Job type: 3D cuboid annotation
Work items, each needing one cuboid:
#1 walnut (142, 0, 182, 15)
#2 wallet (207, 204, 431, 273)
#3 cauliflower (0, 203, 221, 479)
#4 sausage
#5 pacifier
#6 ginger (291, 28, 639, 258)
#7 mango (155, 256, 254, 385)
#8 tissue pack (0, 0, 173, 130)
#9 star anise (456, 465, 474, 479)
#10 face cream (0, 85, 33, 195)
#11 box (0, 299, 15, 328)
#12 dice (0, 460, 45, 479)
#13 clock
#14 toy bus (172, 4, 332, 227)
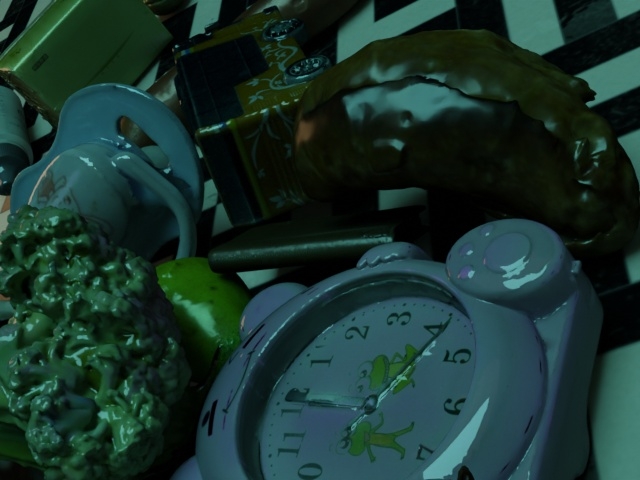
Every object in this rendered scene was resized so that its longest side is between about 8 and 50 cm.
[{"bbox_3d":[-0.265,-0.420,1.609,0.092,0.092,0.092,-24,39,21],"label":"walnut"},{"bbox_3d":[0.000,0.000,0.919,0.198,0.031,0.110,-7,12,28],"label":"wallet"},{"bbox_3d":[-0.244,0.115,0.808,0.315,0.239,0.256,-9,49,-21],"label":"cauliflower"},{"bbox_3d":[-0.110,-0.244,1.277,0.419,0.094,0.094,-38,80,4],"label":"sausage"},{"bbox_3d":[-0.221,-0.050,1.128,0.287,0.238,0.226,-52,-4,29],"label":"pacifier"},{"bbox_3d":[0.117,-0.094,0.815,0.321,0.165,0.172,14,102,30],"label":"ginger"},{"bbox_3d":[-0.119,0.077,0.947,0.119,0.100,0.178,-46,44,-12],"label":"mango"},{"bbox_3d":[-0.370,-0.294,1.501,0.234,0.159,0.125,-51,37,-14],"label":"tissue pack"},{"bbox_3d":[0.090,0.264,0.504,0.288,0.088,0.288,-1,89,25],"label":"star anise"},{"bbox_3d":[-0.512,-0.154,1.541,0.092,0.092,0.311,-39,35,3],"label":"face cream"},{"bbox_3d":[-0.317,0.146,1.021,0.151,0.135,0.151,-23,40,20],"label":"box"},{"bbox_3d":[-0.343,0.277,0.874,0.179,0.174,0.175,-29,36,17],"label":"dice"},{"bbox_3d":[0.039,0.134,0.734,0.322,0.113,0.295,-7,48,39],"label":"clock"},{"bbox_3d":[-0.067,-0.145,1.067,0.167,0.138,0.275,-20,34,-1],"label":"toy bus"}]
